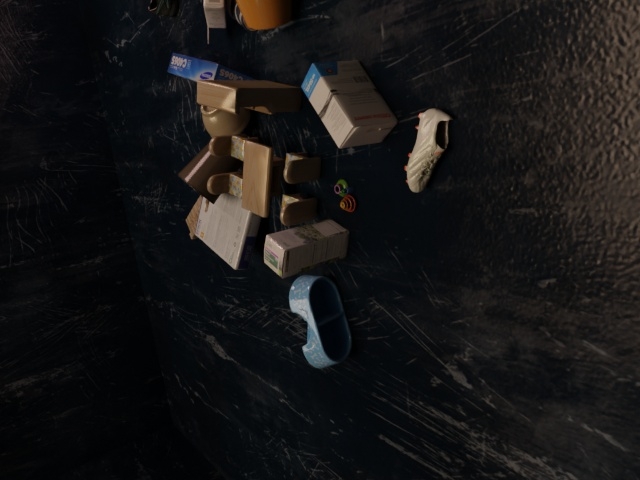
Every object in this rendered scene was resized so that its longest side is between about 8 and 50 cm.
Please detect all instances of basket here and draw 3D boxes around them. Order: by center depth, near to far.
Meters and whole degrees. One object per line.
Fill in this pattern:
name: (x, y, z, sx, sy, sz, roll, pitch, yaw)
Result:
basket: (-0.368, -0.266, 1.807, 0.154, 0.226, 0.204, 41, 176, -37)

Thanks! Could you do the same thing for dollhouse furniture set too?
dollhouse furniture set: (-0.213, -0.264, 1.531, 0.362, 0.257, 0.393, 24, 118, 37)

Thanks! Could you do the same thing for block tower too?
block tower: (-0.479, -0.117, 2.171, 0.335, 0.091, 0.097, -42, 68, 53)

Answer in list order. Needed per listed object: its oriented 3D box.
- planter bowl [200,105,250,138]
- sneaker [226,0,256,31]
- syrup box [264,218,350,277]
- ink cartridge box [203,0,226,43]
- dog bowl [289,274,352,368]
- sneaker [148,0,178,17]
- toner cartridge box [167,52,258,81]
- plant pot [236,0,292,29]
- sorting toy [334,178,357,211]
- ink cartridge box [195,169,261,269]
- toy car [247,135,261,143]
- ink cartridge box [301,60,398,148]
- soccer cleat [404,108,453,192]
planter bowl: (-0.332, -0.428, 1.723, 0.162, 0.162, 0.109, 40, 174, 39)
sneaker: (-0.206, -0.755, 1.497, 0.153, 0.099, 0.282, 56, 150, 31)
syrup box: (-0.037, 0.019, 1.467, 0.093, 0.237, 0.096, 37, 131, 41)
ink cartridge box: (-0.335, -0.819, 1.630, 0.261, 0.066, 0.295, 158, 111, -81)
dog bowl: (0.009, 0.245, 1.578, 0.074, 0.166, 0.296, -15, 91, 44)
sneaker: (-0.591, -0.976, 1.952, 0.101, 0.106, 0.267, 54, 140, 28)
toner cartridge box: (-0.371, -0.559, 1.750, 0.348, 0.165, 0.075, 31, 106, 46)
plant pot: (-0.158, -0.688, 1.394, 0.205, 0.205, 0.187, 37, 147, 42)
sorting toy: (0.064, -0.127, 1.435, 0.101, 0.042, 0.061, 60, 144, 19)
ink cartridge box: (-0.339, -0.104, 1.923, 0.330, 0.072, 0.323, 34, 114, 44)
toy car: (-0.230, -0.374, 1.772, 0.040, 0.060, 0.121, 11, -99, -80)
ink cartridge box: (0.069, -0.332, 1.245, 0.203, 0.148, 0.086, 62, 143, 17)
soccer cleat: (0.240, -0.192, 1.139, 0.076, 0.068, 0.196, 32, 126, 40)
